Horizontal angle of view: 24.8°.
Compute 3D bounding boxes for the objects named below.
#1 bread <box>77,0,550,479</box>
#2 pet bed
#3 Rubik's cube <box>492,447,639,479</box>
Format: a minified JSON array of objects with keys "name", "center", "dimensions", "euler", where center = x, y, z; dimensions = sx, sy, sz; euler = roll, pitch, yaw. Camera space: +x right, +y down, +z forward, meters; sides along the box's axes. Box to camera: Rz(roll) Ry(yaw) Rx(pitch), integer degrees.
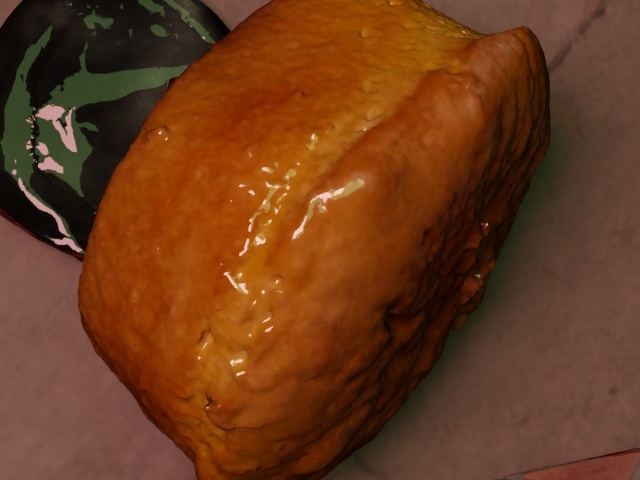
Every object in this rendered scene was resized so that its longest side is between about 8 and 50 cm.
[{"name":"bread","center":[0.003,-0.002,0.820],"dimensions":[0.172,0.312,0.312],"euler":[34,79,17]},{"name":"pet bed","center":[-0.131,-0.078,0.940],"dimensions":[0.201,0.053,0.201],"euler":[1,78,-3]},{"name":"Rubik's cube","center":[0.082,0.239,0.849],"dimensions":[0.228,0.229,0.233],"euler":[26,33,-35]}]
